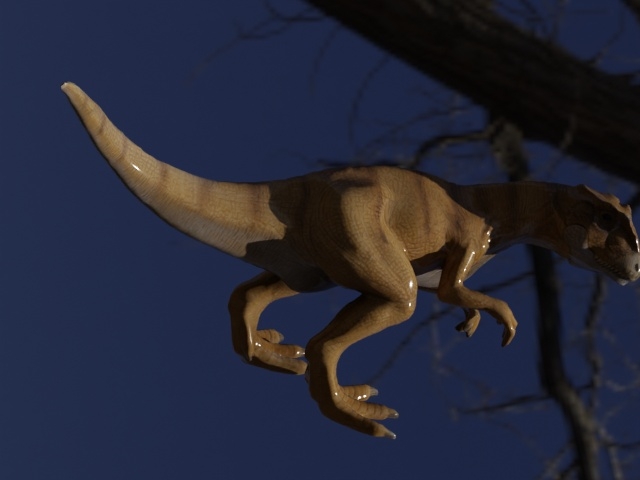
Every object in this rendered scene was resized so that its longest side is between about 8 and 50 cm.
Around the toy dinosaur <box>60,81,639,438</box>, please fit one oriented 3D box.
[{"bbox_3d":[0.000,0.000,0.567,0.064,0.211,0.112,54,-47,54],"label":"toy dinosaur"}]
